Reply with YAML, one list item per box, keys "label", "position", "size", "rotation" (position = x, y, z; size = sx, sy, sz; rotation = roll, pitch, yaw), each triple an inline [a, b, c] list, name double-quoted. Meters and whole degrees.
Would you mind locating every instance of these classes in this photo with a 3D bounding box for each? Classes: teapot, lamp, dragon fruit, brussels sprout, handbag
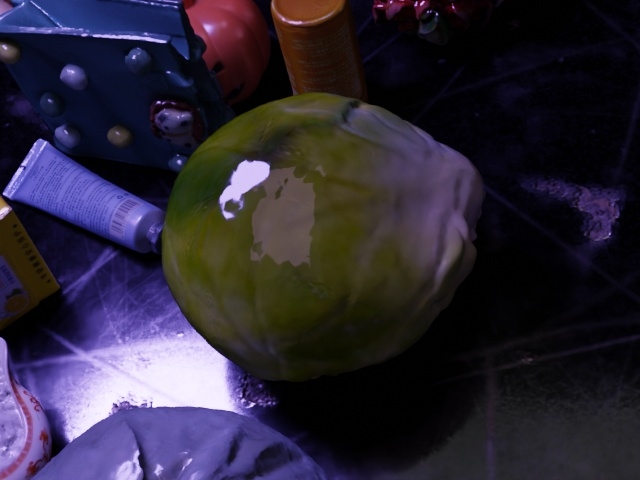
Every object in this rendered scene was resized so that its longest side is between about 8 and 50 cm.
- label: "teapot"
  position: [-0.363, 0.224, 1.066]
  size: [0.159, 0.116, 0.245]
  rotation: [11, 44, -28]
- label: "lamp"
  position: [-0.162, -0.264, 1.356]
  size: [0.188, 0.164, 0.187]
  rotation: [-7, 52, 9]
- label: "dragon fruit"
  position: [0.158, -0.406, 1.343]
  size: [0.234, 0.234, 0.293]
  rotation: [13, 96, 20]
- label: "brussels sprout"
  position: [0.000, 0.000, 1.086]
  size: [0.344, 0.268, 0.344]
  rotation: [5, 62, -10]
- label: "handbag"
  position: [-0.252, -0.181, 1.250]
  size: [0.274, 0.268, 0.100]
  rotation: [15, 60, 20]

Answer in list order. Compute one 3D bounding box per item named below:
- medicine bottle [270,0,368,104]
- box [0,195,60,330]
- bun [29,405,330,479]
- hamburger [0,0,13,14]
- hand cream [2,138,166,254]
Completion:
- label: "medicine bottle"
  position: [0.002, -0.231, 1.280]
  size: [0.096, 0.192, 0.096]
  rotation: [-5, 55, 8]
- label: "box"
  position: [-0.441, -0.034, 1.247]
  size: [0.097, 0.168, 0.265]
  rotation: [-35, 57, -16]
- label: "bun"
  position: [-0.123, 0.304, 0.888]
  size: [0.362, 0.211, 0.361]
  rotation: [2, 53, -3]
- label: "hamburger"
  position: [-0.377, -0.420, 1.476]
  size: [0.291, 0.225, 0.290]
  rotation: [-2, 59, 3]
- label: "hand cream"
  position: [-0.289, -0.051, 1.297]
  size: [0.271, 0.058, 0.091]
  rotation: [24, 80, 29]
